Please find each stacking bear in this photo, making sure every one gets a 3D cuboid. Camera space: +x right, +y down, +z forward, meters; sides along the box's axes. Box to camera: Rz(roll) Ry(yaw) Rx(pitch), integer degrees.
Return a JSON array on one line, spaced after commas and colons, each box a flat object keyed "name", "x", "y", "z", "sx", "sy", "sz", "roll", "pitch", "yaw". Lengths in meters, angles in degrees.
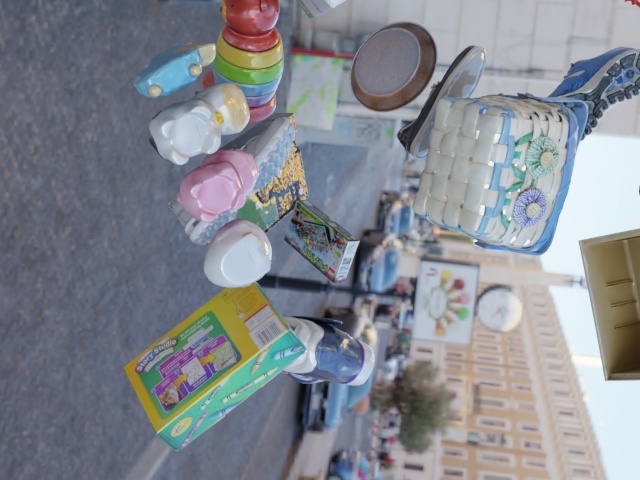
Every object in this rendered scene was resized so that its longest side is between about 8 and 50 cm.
[{"name": "stacking bear", "x": -0.154, "y": -0.404, "z": 1.844, "sx": 0.289, "sy": 0.164, "sz": 0.175, "roll": 103, "pitch": -19, "yaw": -46}]

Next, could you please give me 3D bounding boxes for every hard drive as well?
[{"name": "hard drive", "x": -0.149, "y": -0.145, "z": 2.123, "sx": 0.339, "sy": 0.064, "sz": 0.237, "roll": -45, "pitch": 131, "yaw": -51}]

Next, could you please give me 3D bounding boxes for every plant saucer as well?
[{"name": "plant saucer", "x": 0.142, "y": -0.355, "z": 1.784, "sx": 0.036, "sy": 0.198, "sz": 0.198, "roll": -126, "pitch": -152, "yaw": -47}]

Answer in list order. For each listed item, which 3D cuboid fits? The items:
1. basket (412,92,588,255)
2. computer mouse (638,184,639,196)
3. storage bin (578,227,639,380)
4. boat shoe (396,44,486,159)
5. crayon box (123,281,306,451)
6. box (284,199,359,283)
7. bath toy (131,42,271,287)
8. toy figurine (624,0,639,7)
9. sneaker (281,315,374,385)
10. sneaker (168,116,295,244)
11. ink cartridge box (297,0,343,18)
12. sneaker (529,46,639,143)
[{"name": "basket", "x": 0.289, "y": -0.097, "z": 1.326, "sx": 0.289, "sy": 0.201, "sz": 0.255, "roll": -3, "pitch": 108, "yaw": -46}, {"name": "computer mouse", "x": 0.564, "y": 0.020, "z": 1.229, "sx": 0.072, "sy": 0.272, "sz": 0.188, "roll": -54, "pitch": -152, "yaw": 5}, {"name": "storage bin", "x": 0.612, "y": 0.103, "z": 1.536, "sx": 0.260, "sy": 0.123, "sz": 0.262, "roll": -17, "pitch": -99, "yaw": 59}, {"name": "boat shoe", "x": 0.191, "y": -0.233, "z": 1.433, "sx": 0.075, "sy": 0.065, "sz": 0.206, "roll": 9, "pitch": 118, "yaw": -48}, {"name": "crayon box", "x": -0.184, "y": 0.204, "z": 1.507, "sx": 0.165, "sy": 0.278, "sz": 0.081, "roll": 49, "pitch": -4, "yaw": 42}, {"name": "box", "x": 0.000, "y": 0.000, "z": 2.071, "sx": 0.036, "sy": 0.207, "sz": 0.114, "roll": -2, "pitch": 120, "yaw": -41}, {"name": "bath toy", "x": -0.154, "y": -0.101, "z": 1.262, "sx": 0.129, "sy": 0.151, "sz": 0.348, "roll": 31, "pitch": -39, "yaw": 61}, {"name": "toy figurine", "x": 0.698, "y": -0.596, "z": 1.645, "sx": 0.217, "sy": 0.362, "sz": 0.191, "roll": 21, "pitch": 46, "yaw": -49}, {"name": "sneaker", "x": -0.065, "y": 0.208, "z": 1.772, "sx": 0.323, "sy": 0.236, "sz": 0.130, "roll": -1, "pitch": -111, "yaw": 59}, {"name": "sneaker", "x": -0.164, "y": -0.128, "z": 1.593, "sx": 0.281, "sy": 0.115, "sz": 0.105, "roll": -46, "pitch": 164, "yaw": -3}, {"name": "ink cartridge box", "x": 0.049, "y": -0.542, "z": 1.719, "sx": 0.117, "sy": 0.201, "sz": 0.278, "roll": 56, "pitch": -2, "yaw": -13}, {"name": "sneaker", "x": 0.601, "y": -0.330, "z": 2.030, "sx": 0.130, "sy": 0.330, "sz": 0.147, "roll": 52, "pitch": 15, "yaw": -21}]
